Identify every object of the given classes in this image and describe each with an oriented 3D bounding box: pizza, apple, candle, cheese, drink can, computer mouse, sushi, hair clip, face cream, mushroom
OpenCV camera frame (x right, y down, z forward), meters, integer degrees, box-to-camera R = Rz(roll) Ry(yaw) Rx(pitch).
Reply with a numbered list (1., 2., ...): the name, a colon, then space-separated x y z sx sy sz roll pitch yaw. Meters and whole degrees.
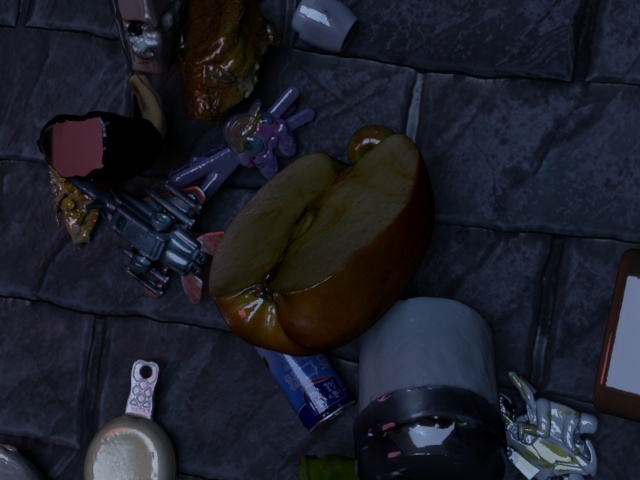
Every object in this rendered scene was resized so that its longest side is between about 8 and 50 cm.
1. pizza: -0.415 -0.114 1.855 0.147 0.069 0.226 34 93 12
2. apple: 0.000 0.000 1.581 0.295 0.329 0.365 27 52 4
3. candle: 0.159 0.215 1.578 0.221 0.221 0.342 -9 45 13
4. cheese: -0.329 0.331 1.794 0.163 0.071 0.248 -12 83 12
5. drink can: -0.044 0.187 1.724 0.097 0.097 0.235 -35 79 9
6. computer mouse: -0.278 -0.372 1.724 0.115 0.389 0.199 -19 119 -10
7. sushi: -0.153 -0.311 1.733 0.167 0.179 0.296 -22 48 21
8. apple: 0.088 -0.143 1.727 0.090 0.074 0.089 -1 88 15
9. hair clip: -0.132 -0.142 1.778 0.278 0.090 0.137 -32 113 12
10. face cream: 0.008 -0.360 1.757 0.095 0.091 0.091 30 93 7
11. mushroom: -0.486 0.448 1.815 0.278 0.096 0.099 42 97 9

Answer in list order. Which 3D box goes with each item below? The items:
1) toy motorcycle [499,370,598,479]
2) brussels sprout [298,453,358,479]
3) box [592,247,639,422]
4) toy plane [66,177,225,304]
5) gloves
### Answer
1. toy motorcycle: 0.348 0.300 1.627 0.151 0.074 0.228 -40 76 5
2. brussels sprout: 0.023 0.468 1.613 0.259 0.227 0.294 -35 90 6
3. box: 0.511 0.146 1.465 0.229 0.339 0.239 11 88 18
4. toy plane: -0.310 -0.032 1.769 0.326 0.104 0.223 30 115 3
5. gloves: -0.335 -0.171 1.708 0.197 0.301 0.152 -7 117 21
